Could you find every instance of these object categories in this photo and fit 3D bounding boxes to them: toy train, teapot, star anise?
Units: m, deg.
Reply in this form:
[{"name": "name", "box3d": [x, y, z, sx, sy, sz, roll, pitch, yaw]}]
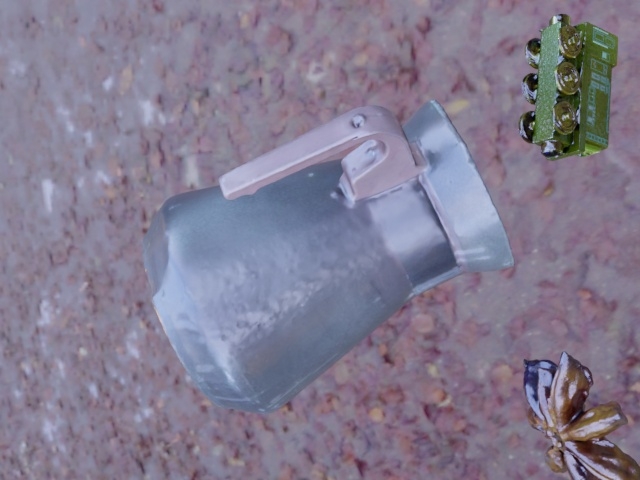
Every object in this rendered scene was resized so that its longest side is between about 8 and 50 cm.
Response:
[{"name": "toy train", "box3d": [0.378, -0.224, 1.345, 0.090, 0.137, 0.226, -10, 70, 57]}, {"name": "teapot", "box3d": [0.000, 0.000, 0.930, 0.343, 0.300, 0.253, -27, 57, 3]}, {"name": "star anise", "box3d": [0.238, 0.174, 0.833, 0.168, 0.057, 0.168, 157, 90, -81]}]
